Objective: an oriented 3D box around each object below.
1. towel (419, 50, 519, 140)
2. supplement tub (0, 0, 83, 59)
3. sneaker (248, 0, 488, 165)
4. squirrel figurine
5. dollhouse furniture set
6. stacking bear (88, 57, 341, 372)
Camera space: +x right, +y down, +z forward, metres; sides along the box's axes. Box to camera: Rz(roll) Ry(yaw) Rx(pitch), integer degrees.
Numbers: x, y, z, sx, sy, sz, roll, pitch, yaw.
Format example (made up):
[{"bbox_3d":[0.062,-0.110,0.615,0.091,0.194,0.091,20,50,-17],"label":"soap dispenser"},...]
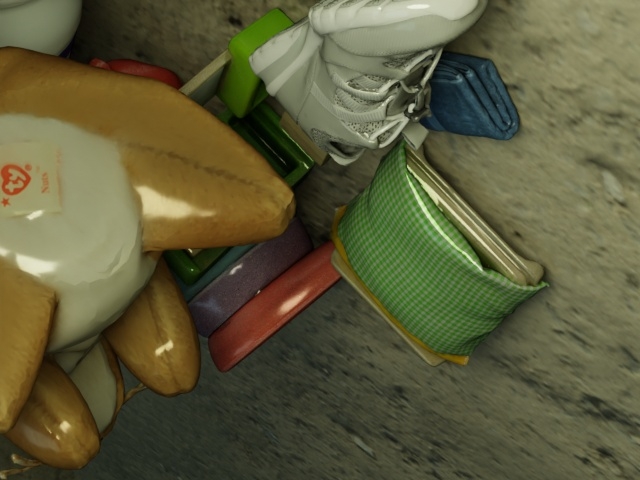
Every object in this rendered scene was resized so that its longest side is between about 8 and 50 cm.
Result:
[{"bbox_3d":[0.084,-0.101,1.181,0.119,0.029,0.067,15,144,54],"label":"towel"},{"bbox_3d":[-0.340,-0.164,1.475,0.241,0.241,0.331,40,134,18],"label":"supplement tub"},{"bbox_3d":[0.049,-0.117,1.102,0.115,0.105,0.281,58,164,-5],"label":"sneaker"},{"bbox_3d":[-0.261,0.001,1.320,0.397,0.281,0.370,43,158,7],"label":"squirrel figurine"},{"bbox_3d":[0.000,0.000,1.333,0.301,0.151,0.197,46,157,6],"label":"dollhouse furniture set"},{"bbox_3d":[-0.118,-0.040,1.524,0.289,0.164,0.175,51,160,2],"label":"stacking bear"}]
